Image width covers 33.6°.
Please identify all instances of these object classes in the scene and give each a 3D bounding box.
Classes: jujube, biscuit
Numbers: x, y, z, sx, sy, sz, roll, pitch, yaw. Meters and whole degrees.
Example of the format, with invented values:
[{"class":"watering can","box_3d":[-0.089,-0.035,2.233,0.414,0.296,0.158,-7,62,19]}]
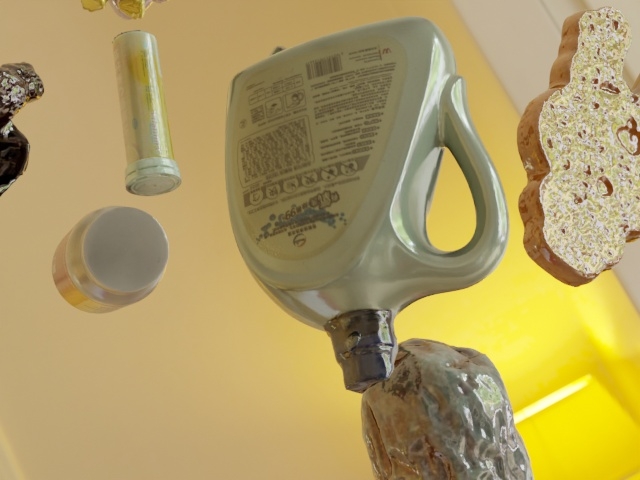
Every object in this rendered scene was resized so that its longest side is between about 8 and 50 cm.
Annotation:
[{"class":"jujube","box_3d":[0.172,0.284,1.483,0.215,0.308,0.246,-19,-8,4]},{"class":"biscuit","box_3d":[0.307,-0.101,1.175,0.047,0.202,0.333,-27,34,58]}]

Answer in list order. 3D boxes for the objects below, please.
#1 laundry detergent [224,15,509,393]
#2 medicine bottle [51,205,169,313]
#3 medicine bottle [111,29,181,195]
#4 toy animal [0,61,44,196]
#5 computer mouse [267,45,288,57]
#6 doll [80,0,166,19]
[{"class":"laundry detergent","box_3d":[0.035,-0.024,0.831,0.215,0.280,0.105,-17,-26,13]},{"class":"medicine bottle","box_3d":[-0.277,0.026,1.398,0.131,0.131,0.250,-24,2,-21]},{"class":"medicine bottle","box_3d":[-0.236,-0.171,1.417,0.074,0.218,0.074,-10,-20,-3]},{"class":"toy animal","box_3d":[-0.407,-0.160,1.227,0.116,0.218,0.179,-11,20,24]},{"class":"computer mouse","box_3d":[-0.076,-0.167,1.842,0.122,0.188,0.370,-9,-50,-25]},{"class":"doll","box_3d":[-0.311,-0.507,1.936,0.094,0.160,0.365,91,-166,-46]}]
